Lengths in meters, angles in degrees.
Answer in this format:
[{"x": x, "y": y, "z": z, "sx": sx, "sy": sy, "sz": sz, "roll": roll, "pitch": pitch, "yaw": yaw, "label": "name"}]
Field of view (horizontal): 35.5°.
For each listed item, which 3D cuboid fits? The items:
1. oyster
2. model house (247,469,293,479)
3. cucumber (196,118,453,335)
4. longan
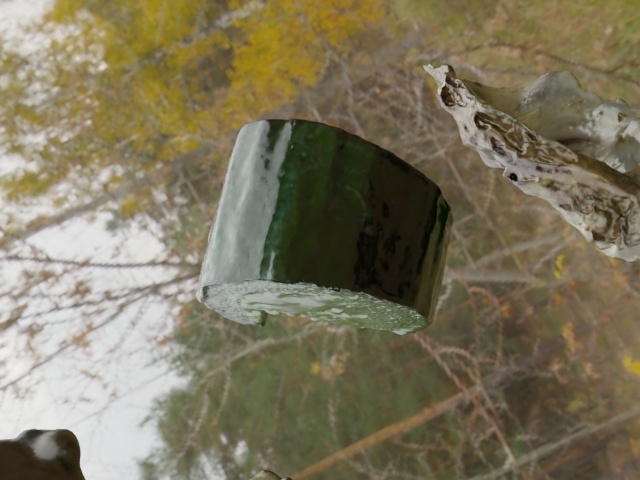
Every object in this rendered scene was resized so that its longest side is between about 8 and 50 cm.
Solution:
[{"x": 0.190, "y": -0.090, "z": 0.905, "sx": 0.396, "sy": 0.204, "sz": 0.111, "roll": -114, "pitch": 38, "yaw": -61, "label": "oyster"}, {"x": -0.080, "y": 0.302, "z": 0.418, "sx": 0.243, "sy": 0.284, "sz": 0.299, "roll": 33, "pitch": 127, "yaw": 42, "label": "model house"}, {"x": 0.002, "y": -0.002, "z": 0.769, "sx": 0.191, "sy": 0.191, "sz": 0.130, "roll": 53, "pitch": -134, "yaw": -68, "label": "cucumber"}, {"x": -0.318, "y": 0.287, "z": 1.044, "sx": 0.184, "sy": 0.204, "sz": 0.159, "roll": 34, "pitch": 180, "yaw": 10, "label": "longan"}]
